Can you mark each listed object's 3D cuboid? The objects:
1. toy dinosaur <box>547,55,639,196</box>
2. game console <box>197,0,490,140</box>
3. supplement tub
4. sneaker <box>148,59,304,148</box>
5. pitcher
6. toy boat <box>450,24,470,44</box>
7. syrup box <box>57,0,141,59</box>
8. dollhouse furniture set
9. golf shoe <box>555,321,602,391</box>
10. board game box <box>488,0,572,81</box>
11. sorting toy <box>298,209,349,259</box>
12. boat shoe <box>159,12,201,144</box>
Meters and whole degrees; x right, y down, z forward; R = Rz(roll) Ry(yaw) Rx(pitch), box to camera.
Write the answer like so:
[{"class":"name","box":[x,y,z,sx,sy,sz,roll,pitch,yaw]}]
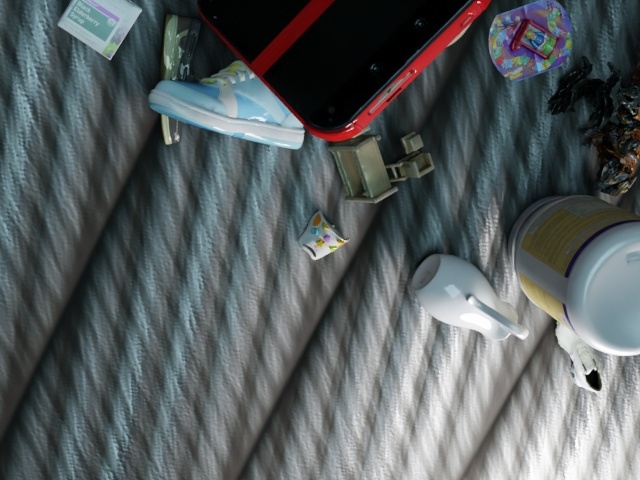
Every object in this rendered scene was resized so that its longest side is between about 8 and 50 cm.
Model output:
[{"class":"toy dinosaur","box":[0.572,-0.253,1.795,0.219,0.164,0.321,13,79,-29]},{"class":"game console","box":[0.041,-0.387,1.475,0.386,0.060,0.342,-44,79,10]},{"class":"supplement tub","box":[0.505,0.049,1.738,0.241,0.331,0.240,-3,106,-11]},{"class":"sneaker","box":[-0.140,-0.280,1.585,0.319,0.127,0.208,7,100,-48]},{"class":"pitcher","box":[0.289,0.117,1.791,0.207,0.178,0.125,34,85,-19]},{"class":"toy boat","box":[0.152,-0.477,1.596,0.148,0.267,0.318,-17,77,-16]},{"class":"syrup box","box":[-0.351,-0.357,1.491,0.093,0.237,0.096,32,96,-19]},{"class":"dollhouse furniture set","box":[0.101,-0.185,1.733,0.161,0.101,0.181,-30,110,-29]},{"class":"golf shoe","box":[0.541,0.231,1.927,0.069,0.086,0.176,-26,107,-2]},{"class":"board game box","box":[0.400,-0.373,1.759,0.169,0.033,0.133,-20,108,-6]},{"class":"sorting toy","box":[0.000,0.000,1.774,0.075,0.045,0.083,-39,110,20]},{"class":"boat shoe","box":[-0.239,-0.276,1.621,0.074,0.080,0.223,1,100,-7]}]
